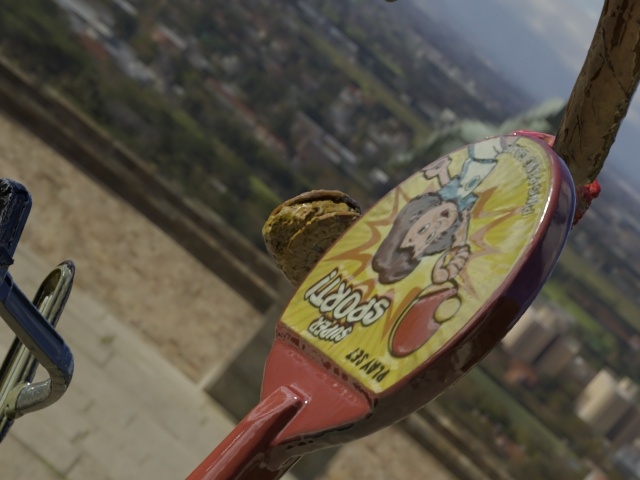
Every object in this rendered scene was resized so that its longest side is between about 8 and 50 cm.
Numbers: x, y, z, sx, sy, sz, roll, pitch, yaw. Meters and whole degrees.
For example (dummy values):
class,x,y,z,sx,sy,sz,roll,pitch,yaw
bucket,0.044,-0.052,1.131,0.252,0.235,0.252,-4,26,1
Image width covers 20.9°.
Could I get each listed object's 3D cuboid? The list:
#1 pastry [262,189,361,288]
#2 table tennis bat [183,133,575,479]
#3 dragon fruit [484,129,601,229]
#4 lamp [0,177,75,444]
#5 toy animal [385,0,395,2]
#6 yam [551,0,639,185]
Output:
class,x,y,z,sx,sy,sz,roll,pitch,yaw
pastry,0.000,0.000,1.609,0.109,0.097,0.057,2,40,-25
table tennis bat,0.026,0.058,0.989,0.038,0.310,0.200,47,-8,-24
dragon fruit,0.189,-0.068,1.732,0.111,0.153,0.153,48,4,-30
lamp,-0.250,0.040,1.426,0.125,0.203,0.283,4,-35,12
toy animal,0.055,-0.333,1.544,0.108,0.236,0.138,12,-17,45
yam,0.242,-0.155,1.402,0.057,0.241,0.057,14,29,-8
